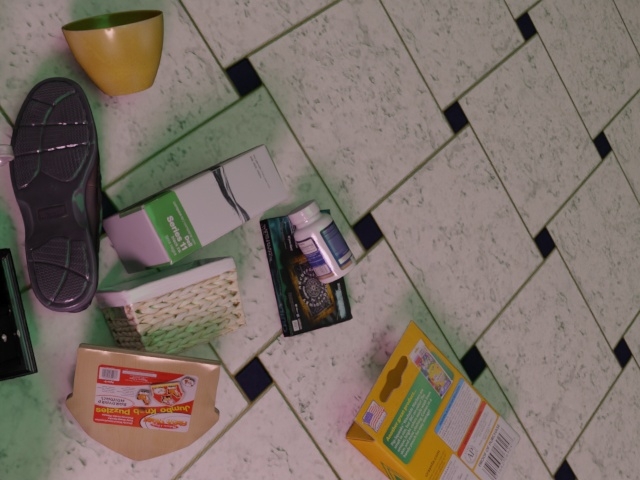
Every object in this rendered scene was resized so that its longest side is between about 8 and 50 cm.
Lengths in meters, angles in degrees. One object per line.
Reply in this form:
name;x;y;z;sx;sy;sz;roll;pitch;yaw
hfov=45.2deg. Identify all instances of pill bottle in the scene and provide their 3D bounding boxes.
pill bottle;0.000;0.000;1.184;0.067;0.067;0.120;-38;104;-34

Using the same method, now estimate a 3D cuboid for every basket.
basket;-0.197;0.092;1.035;0.167;0.113;0.103;-18;96;-36

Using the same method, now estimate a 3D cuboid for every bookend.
bookend;-0.399;0.092;0.857;0.072;0.157;0.156;-13;89;4

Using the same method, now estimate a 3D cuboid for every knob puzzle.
knob puzzle;-0.224;0.209;0.981;0.213;0.213;0.030;36;25;-26

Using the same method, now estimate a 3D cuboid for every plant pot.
plant pot;-0.272;-0.251;1.041;0.134;0.134;0.095;-27;122;-36

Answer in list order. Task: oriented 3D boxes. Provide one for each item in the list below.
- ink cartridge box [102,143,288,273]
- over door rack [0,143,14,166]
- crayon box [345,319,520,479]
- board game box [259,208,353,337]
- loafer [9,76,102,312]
ink cartridge box;-0.169;-0.043;1.051;0.208;0.153;0.087;-32;102;-34
over door rack;-0.533;-0.177;0.854;0.324;0.108;0.240;-12;89;-22
crayon box;0.180;0.313;1.284;0.323;0.083;0.203;47;59;-21
board game box;-0.021;0.049;1.220;0.126;0.026;0.186;-10;88;-37
loafer;-0.333;-0.054;0.991;0.109;0.095;0.303;-5;79;-6
